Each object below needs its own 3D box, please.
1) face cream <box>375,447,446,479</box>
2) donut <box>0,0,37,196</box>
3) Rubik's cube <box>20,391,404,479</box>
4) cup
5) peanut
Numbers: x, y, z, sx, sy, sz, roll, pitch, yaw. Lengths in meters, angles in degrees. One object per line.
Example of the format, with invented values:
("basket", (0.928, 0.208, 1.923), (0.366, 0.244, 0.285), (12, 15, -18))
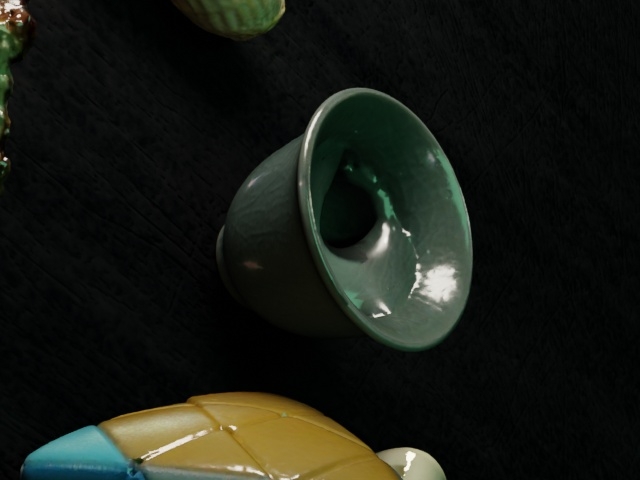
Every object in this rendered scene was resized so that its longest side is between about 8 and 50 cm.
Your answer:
("face cream", (0.007, 0.323, 1.029), (0.081, 0.173, 0.349), (20, 53, -3))
("donut", (-0.248, -0.137, 0.940), (0.126, 0.144, 0.187), (19, 93, -39))
("Rubik's cube", (-0.032, 0.220, 0.973), (0.254, 0.254, 0.254), (22, 60, -44))
("cup", (0.000, 0.000, 1.143), (0.199, 0.150, 0.199), (21, 61, -44))
("peanut", (-0.103, -0.231, 1.162), (0.206, 0.087, 0.087), (42, 47, -34))
